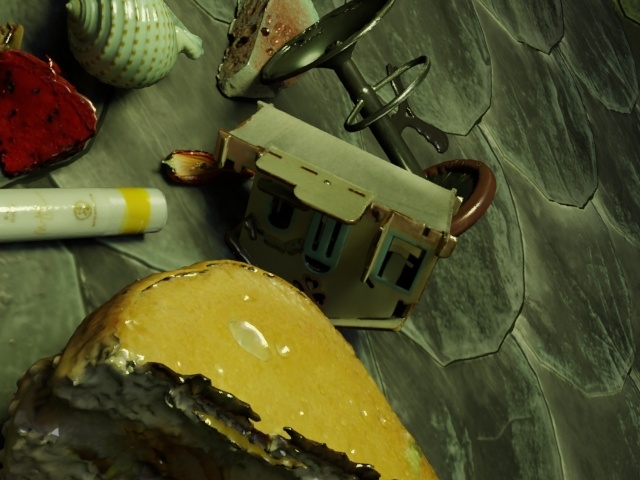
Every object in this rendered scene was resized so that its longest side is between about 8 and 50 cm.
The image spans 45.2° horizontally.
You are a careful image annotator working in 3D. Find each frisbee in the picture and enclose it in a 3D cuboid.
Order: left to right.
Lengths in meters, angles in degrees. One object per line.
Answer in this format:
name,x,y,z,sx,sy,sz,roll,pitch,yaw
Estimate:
frisbee,0.161,-0.256,1.469,0.211,0.012,0.187,-6,74,-47

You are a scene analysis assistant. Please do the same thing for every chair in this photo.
chair,0.109,-0.141,1.146,0.401,0.226,0.226,55,40,-25

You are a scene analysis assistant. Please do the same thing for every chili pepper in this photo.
chili pepper,-0.148,-0.098,1.048,0.178,0.027,0.045,-3,76,-47

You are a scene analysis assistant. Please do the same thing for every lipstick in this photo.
lipstick,-0.290,-0.029,0.838,0.264,0.059,0.059,-5,73,-47

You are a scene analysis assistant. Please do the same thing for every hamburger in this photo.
hamburger,-0.095,0.179,0.779,0.445,0.268,0.287,35,25,-32

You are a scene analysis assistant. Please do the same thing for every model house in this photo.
model house,0.000,0.000,1.027,0.326,0.244,0.169,26,41,9

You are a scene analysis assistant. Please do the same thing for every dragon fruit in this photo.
dragon fruit,-0.345,-0.169,0.867,0.192,0.122,0.092,48,3,-12

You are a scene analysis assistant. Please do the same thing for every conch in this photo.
conch,-0.244,-0.259,0.958,0.172,0.131,0.200,51,5,26

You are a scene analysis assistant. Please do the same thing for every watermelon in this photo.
watermelon,-0.081,-0.300,1.196,0.154,0.094,0.241,52,42,-27
